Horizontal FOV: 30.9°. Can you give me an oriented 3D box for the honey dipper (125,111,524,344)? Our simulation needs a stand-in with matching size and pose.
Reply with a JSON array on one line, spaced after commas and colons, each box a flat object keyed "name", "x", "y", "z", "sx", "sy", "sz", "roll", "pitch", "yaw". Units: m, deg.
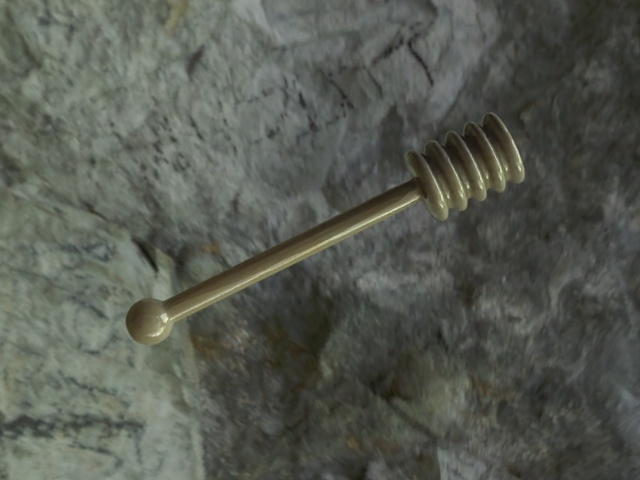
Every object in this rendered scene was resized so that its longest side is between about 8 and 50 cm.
[{"name": "honey dipper", "x": 0.000, "y": 0.000, "z": 0.437, "sx": 0.160, "sy": 0.030, "sz": 0.030, "roll": -27, "pitch": -107, "yaw": -2}]
